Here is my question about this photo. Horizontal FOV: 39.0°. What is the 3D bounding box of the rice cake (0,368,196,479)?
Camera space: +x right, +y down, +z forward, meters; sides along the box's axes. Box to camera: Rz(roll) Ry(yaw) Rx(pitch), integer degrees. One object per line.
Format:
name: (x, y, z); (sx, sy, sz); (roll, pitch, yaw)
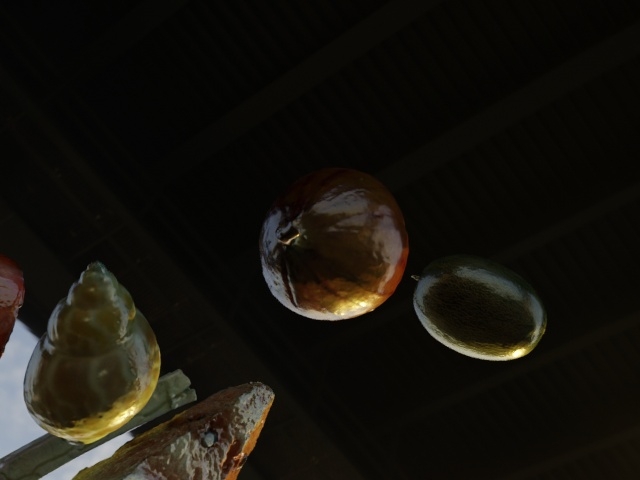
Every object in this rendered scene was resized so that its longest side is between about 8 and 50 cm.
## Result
rice cake: (-0.237, 0.196, 0.904); (0.038, 0.211, 0.124); (64, -30, 2)

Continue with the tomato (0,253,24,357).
tomato: (-0.488, 0.113, 1.211); (0.225, 0.225, 0.085); (-37, -46, 28)

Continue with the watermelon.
watermelon: (-0.133, 0.237, 0.913); (0.094, 0.241, 0.154); (-11, -62, 47)

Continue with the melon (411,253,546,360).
melon: (0.180, 0.075, 1.049); (0.167, 0.114, 0.114); (27, -56, 20)

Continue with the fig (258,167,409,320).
fig: (-0.002, 0.011, 0.900); (0.148, 0.202, 0.149); (16, -62, 41)

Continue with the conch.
conch: (-0.198, 0.109, 0.760); (0.106, 0.116, 0.173); (31, -36, -25)
